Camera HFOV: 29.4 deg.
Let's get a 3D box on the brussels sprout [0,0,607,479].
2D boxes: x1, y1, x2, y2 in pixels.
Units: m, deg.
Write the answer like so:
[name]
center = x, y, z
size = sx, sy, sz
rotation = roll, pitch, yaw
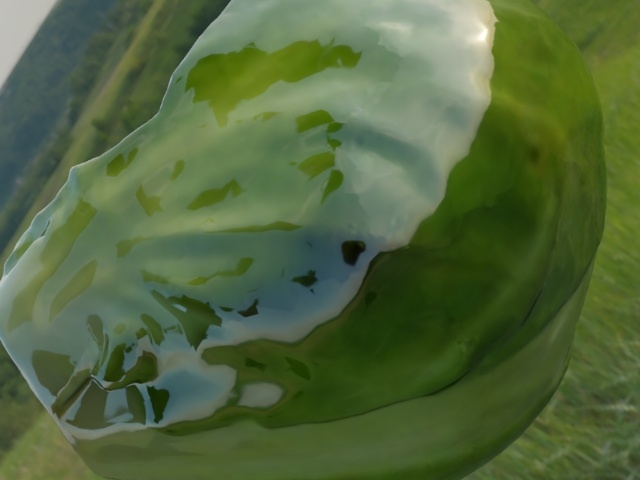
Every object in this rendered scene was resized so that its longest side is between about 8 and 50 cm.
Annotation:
[brussels sprout]
center = 0.000, 0.000, 0.719
size = 0.371, 0.315, 0.276
rotation = -45, -22, -9
